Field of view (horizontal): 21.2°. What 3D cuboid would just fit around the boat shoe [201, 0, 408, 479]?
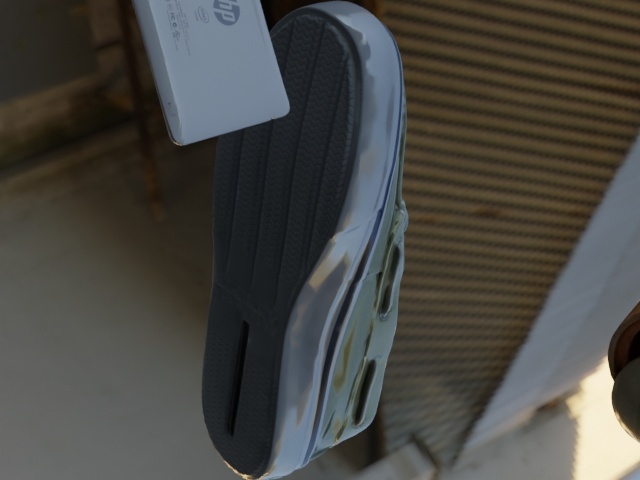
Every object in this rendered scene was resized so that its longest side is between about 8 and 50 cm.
[{"bbox_3d":[0.000,0.000,0.954,0.109,0.094,0.302,41,-47,34],"label":"boat shoe"}]

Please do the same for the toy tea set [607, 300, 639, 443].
[{"bbox_3d":[0.308,0.051,0.890,0.336,0.124,0.200,-34,-80,33],"label":"toy tea set"}]

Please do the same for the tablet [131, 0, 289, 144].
[{"bbox_3d":[-0.041,-0.079,0.596,0.006,0.054,0.083,-8,-81,50],"label":"tablet"}]
